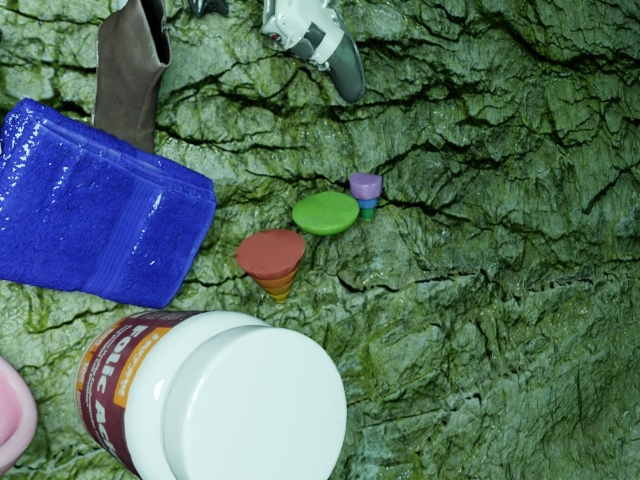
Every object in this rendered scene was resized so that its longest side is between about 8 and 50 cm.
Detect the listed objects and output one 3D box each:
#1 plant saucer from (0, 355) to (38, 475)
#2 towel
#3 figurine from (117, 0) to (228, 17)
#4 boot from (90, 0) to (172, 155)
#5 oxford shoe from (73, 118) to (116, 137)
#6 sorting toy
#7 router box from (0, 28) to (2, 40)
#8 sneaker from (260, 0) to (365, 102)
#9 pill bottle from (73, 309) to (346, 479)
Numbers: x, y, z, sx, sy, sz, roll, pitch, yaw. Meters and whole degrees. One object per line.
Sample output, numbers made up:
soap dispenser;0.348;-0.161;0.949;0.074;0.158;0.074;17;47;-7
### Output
plant saucer;-0.462;0.158;0.534;0.332;0.332;0.084;32;89;-29
towel;-0.294;-0.028;0.736;0.308;0.076;0.227;23;88;-49
figurine;-0.271;-0.455;0.883;0.215;0.092;0.209;-31;106;-33
boot;-0.267;-0.212;0.775;0.090;0.207;0.248;-12;91;-36
oxford shoe;-0.389;-0.072;0.762;0.096;0.083;0.227;28;76;6
sorting toy;0.000;0.000;1.029;0.365;0.127;0.126;-38;136;-35
router box;-0.509;-0.282;0.714;0.122;0.038;0.092;37;64;-27
sneaker;-0.036;-0.398;1.038;0.146;0.122;0.330;-35;106;-15
pill bottle;-0.159;0.200;0.686;0.224;0.392;0.224;5;81;-35
